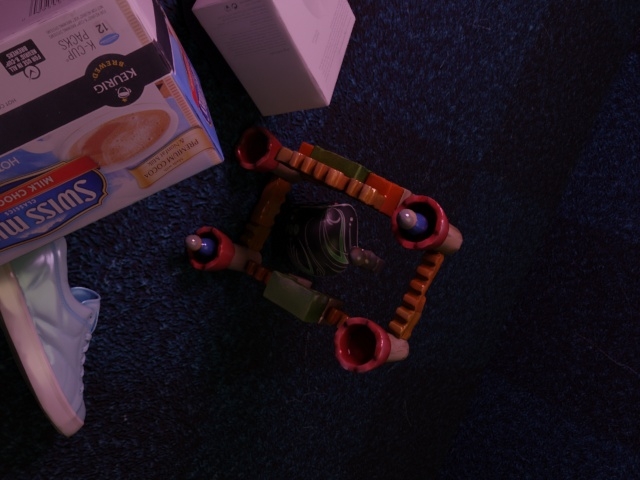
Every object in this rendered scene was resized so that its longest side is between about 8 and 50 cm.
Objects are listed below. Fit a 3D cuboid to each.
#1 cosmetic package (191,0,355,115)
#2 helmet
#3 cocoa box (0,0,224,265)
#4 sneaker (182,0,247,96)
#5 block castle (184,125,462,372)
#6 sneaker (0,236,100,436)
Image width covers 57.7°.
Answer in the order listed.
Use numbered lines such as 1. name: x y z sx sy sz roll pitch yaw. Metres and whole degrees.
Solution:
1. cosmetic package: -0.062 -0.366 0.946 0.224 0.138 0.224 53 43 -45
2. helmet: 0.000 0.000 1.251 0.169 0.169 0.161 -8 100 -43
3. cocoa box: -0.328 -0.159 0.681 0.347 0.231 0.228 -25 134 1
4. sneaker: -0.161 -0.350 0.979 0.209 0.069 0.082 64 38 -37
5. block castle: -0.010 -0.001 1.022 0.213 0.453 0.303 22 96 -57
6. sneaker: -0.411 0.156 0.932 0.150 0.135 0.366 -25 128 -31
